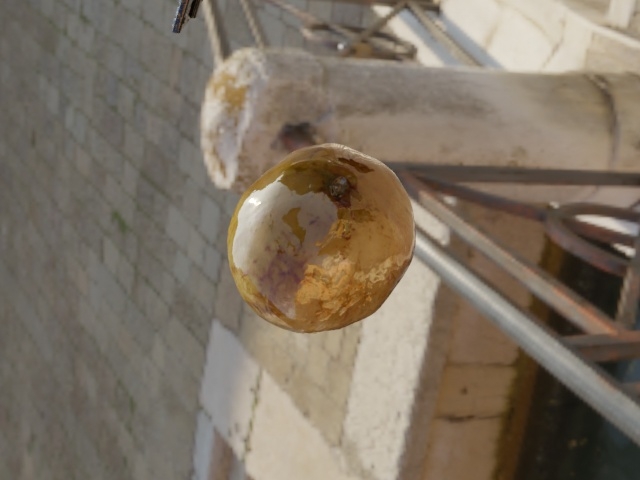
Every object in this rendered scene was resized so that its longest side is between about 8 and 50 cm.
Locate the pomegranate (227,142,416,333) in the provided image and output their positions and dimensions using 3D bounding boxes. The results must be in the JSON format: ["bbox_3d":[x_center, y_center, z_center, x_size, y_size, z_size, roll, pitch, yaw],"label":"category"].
[{"bbox_3d":[0.000,0.000,1.433,0.248,0.248,0.248,4,95,60],"label":"pomegranate"}]

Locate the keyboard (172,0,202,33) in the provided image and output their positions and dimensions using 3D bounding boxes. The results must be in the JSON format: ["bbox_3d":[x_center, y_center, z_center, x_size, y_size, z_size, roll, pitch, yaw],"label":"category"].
[{"bbox_3d":[-0.140,-0.428,1.551,0.101,0.018,0.310,-68,1,-60],"label":"keyboard"}]
